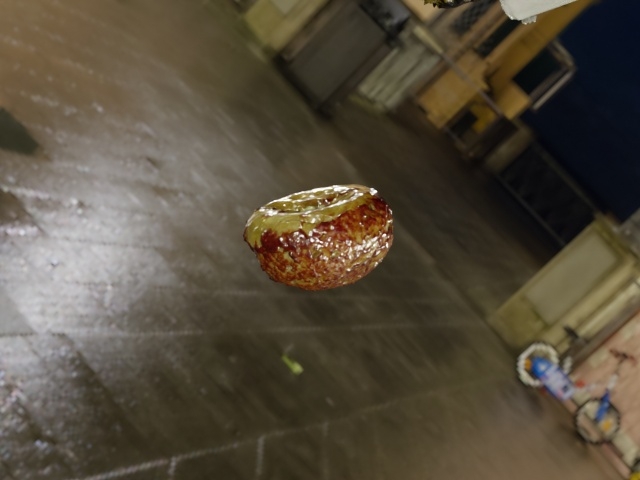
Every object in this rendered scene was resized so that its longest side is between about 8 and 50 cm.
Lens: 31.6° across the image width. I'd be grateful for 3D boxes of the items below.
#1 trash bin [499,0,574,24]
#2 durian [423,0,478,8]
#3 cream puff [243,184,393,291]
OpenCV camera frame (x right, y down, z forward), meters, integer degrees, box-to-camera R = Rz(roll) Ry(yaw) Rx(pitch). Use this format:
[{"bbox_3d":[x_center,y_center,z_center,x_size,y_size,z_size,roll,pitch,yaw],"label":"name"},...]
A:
[{"bbox_3d":[0.313,-0.373,1.009,0.256,0.368,0.296,-33,101,-53],"label":"trash bin"},{"bbox_3d":[0.175,-0.376,1.511,0.237,0.193,0.137,25,54,-62],"label":"durian"},{"bbox_3d":[0.000,0.000,1.065,0.149,0.149,0.084,-76,155,-77],"label":"cream puff"}]
